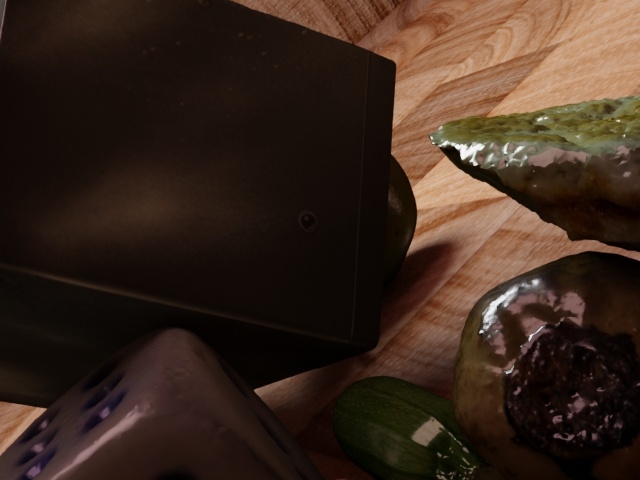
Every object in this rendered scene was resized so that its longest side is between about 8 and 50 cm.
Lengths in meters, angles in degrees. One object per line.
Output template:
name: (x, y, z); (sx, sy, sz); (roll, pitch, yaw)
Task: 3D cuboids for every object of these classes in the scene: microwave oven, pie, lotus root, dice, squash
microwave oven: (-0.193, -0.012, 1.056); (0.432, 0.374, 0.236); (-27, 55, 55)
pie: (0.189, -0.039, 0.720); (0.274, 0.257, 0.105); (-146, 61, -78)
lotus root: (0.145, 0.064, 0.699); (0.138, 0.138, 0.214); (-35, 2, 21)
dice: (-0.103, 0.184, 0.841); (0.194, 0.192, 0.193); (-41, 11, 1)
squash: (0.058, 0.128, 0.837); (0.068, 0.077, 0.219); (-50, 16, -9)

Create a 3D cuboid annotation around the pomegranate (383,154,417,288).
pomegranate: (0.000, 0.000, 1.240); (0.181, 0.181, 0.224); (-32, 29, 32)

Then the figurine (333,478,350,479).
figurine: (0.033, 0.181, 0.590); (0.114, 0.157, 0.126); (-58, 10, 22)
